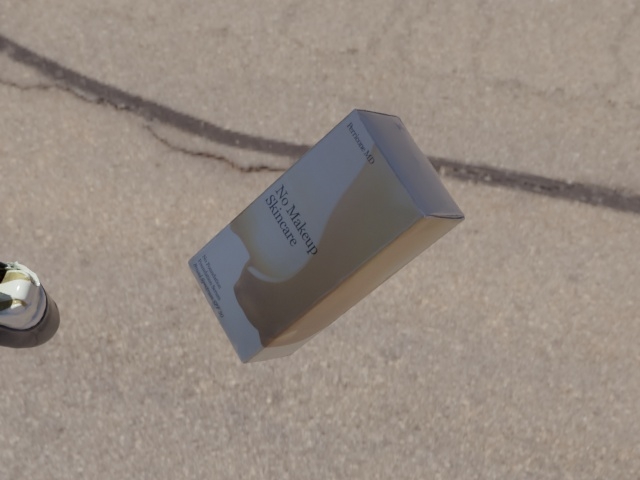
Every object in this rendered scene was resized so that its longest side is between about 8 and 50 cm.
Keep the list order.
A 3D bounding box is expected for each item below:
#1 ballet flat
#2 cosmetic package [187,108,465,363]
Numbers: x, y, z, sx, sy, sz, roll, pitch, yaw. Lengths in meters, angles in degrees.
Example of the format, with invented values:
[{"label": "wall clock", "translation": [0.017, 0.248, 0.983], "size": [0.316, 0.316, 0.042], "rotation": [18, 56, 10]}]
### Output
[{"label": "ballet flat", "translation": [-0.284, 0.041, 0.803], "size": [0.074, 0.203, 0.074], "rotation": [-20, 55, 31]}, {"label": "cosmetic package", "translation": [0.000, 0.000, 0.432], "size": [0.041, 0.115, 0.060], "rotation": [-2, 55, -57]}]
